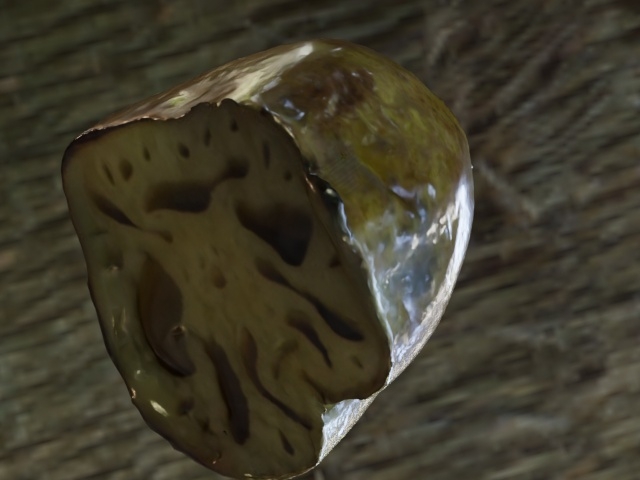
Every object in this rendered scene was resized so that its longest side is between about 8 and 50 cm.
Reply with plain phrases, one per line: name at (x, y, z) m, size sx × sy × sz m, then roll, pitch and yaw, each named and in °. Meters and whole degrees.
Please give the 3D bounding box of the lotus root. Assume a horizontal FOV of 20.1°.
lotus root at (0.001, 0.000, 0.891) m, size 0.188 × 0.180 × 0.199 m, roll -1°, pitch -71°, yaw 41°
